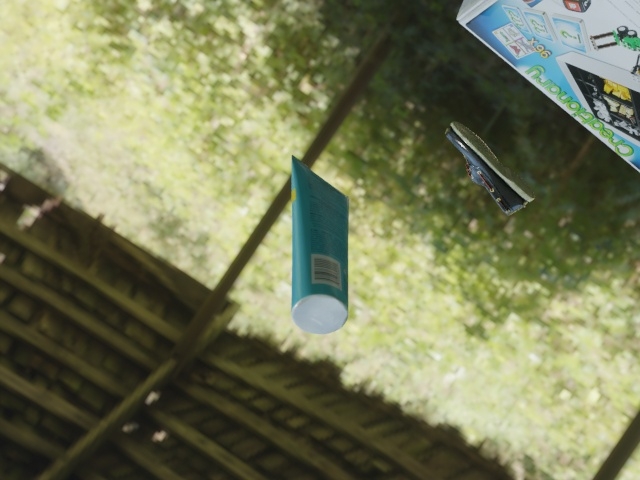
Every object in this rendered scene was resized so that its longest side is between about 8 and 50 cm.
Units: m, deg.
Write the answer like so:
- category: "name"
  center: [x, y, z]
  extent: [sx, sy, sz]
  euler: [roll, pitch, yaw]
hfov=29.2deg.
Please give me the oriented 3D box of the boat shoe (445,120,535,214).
- category: "boat shoe"
  center: [0.188, -0.082, 1.407]
  extent: [0.133, 0.042, 0.049]
  euler: [43, -155, -16]

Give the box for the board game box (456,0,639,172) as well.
- category: "board game box"
  center: [0.301, -0.169, 1.127]
  extent: [0.305, 0.053, 0.193]
  euler: [36, 144, -18]

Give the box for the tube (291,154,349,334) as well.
- category: "tube"
  center: [0.000, 0.000, 1.196]
  extent: [0.080, 0.052, 0.207]
  euler: [40, -149, -29]
